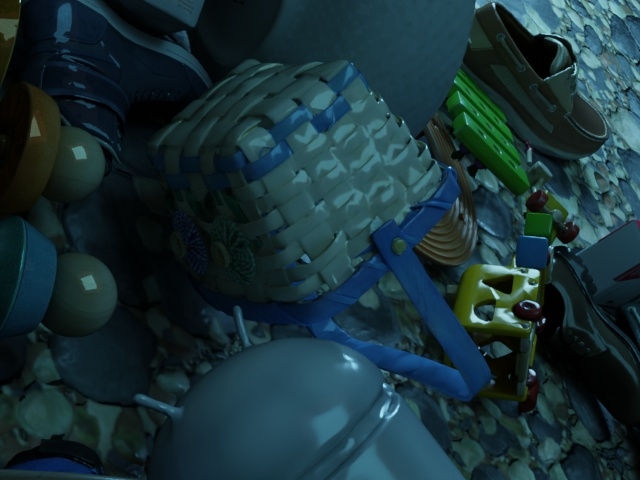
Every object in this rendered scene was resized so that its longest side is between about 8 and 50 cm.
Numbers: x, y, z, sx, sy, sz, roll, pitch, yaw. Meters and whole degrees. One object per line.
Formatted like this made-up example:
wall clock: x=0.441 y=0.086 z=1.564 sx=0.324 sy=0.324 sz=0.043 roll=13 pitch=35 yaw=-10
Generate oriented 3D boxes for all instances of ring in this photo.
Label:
ring: x=0.066 y=-0.118 z=1.560 sx=0.336 sy=0.032 sz=0.336 roll=43 pitch=30 yaw=-33

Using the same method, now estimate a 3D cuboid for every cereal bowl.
cereal bowl: x=-0.022 y=-0.232 z=1.313 sx=0.141 sy=0.339 sz=0.339 roll=0 pitch=59 yaw=-38

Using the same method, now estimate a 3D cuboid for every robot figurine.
robot figurine: x=0.013 y=0.215 z=1.038 sx=0.353 sy=0.200 sz=0.300 roll=52 pitch=32 yaw=-4

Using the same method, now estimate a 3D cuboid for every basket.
basket: x=0.000 y=0.000 z=1.178 sx=0.201 sy=0.255 sz=0.289 roll=-45 pitch=113 yaw=-19

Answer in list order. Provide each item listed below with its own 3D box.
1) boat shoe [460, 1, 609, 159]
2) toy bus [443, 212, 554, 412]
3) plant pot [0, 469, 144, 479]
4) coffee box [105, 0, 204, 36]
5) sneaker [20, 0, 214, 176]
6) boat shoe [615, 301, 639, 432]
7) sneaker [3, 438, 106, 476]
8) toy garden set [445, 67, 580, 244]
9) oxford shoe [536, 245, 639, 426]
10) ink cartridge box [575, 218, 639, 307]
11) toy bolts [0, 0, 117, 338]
boat shoe: x=0.290 y=-0.210 z=1.900 sx=0.324 sy=0.116 sz=0.123 roll=26 pitch=41 yaw=-38
toy bus: x=0.182 y=0.074 z=1.497 sx=0.202 sy=0.104 sz=0.191 roll=55 pitch=42 yaw=-74
plant pot: x=-0.172 y=0.252 z=0.751 sx=0.263 sy=0.263 sz=0.229 roll=17 pitch=65 yaw=-45
coffee box: x=-0.142 y=-0.311 z=1.270 sx=0.098 sy=0.141 sz=0.246 roll=25 pitch=78 yaw=-32
sneaker: x=-0.171 y=-0.106 z=1.220 sx=0.226 sy=0.086 sz=0.163 roll=29 pitch=48 yaw=-49
boat shoe: x=0.398 y=0.197 z=1.707 sx=0.099 sy=0.116 sz=0.319 roll=6 pitch=48 yaw=5
sneaker: x=-0.146 y=0.171 z=0.945 sx=0.084 sy=0.152 sz=0.058 roll=-62 pitch=153 yaw=-61
toy garden set: x=0.213 y=-0.101 z=1.721 sx=0.204 sy=0.049 sz=0.244 roll=43 pitch=18 yaw=-18
oxford shoe: x=0.295 y=0.122 z=1.641 sx=0.096 sy=0.083 sz=0.227 roll=-23 pitch=75 yaw=-44
ink cartridge box: x=0.403 y=0.034 z=1.823 sx=0.150 sy=0.109 sz=0.063 roll=12 pitch=50 yaw=-48
toy bolts: x=-0.203 y=-0.044 z=0.999 sx=0.158 sy=0.218 sz=0.228 roll=16 pitch=54 yaw=-27
